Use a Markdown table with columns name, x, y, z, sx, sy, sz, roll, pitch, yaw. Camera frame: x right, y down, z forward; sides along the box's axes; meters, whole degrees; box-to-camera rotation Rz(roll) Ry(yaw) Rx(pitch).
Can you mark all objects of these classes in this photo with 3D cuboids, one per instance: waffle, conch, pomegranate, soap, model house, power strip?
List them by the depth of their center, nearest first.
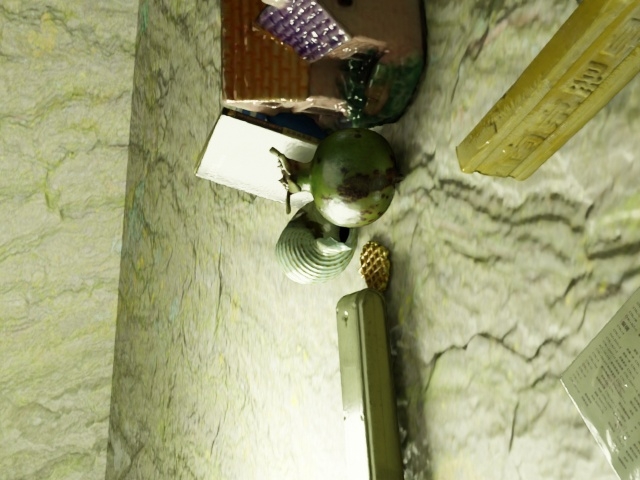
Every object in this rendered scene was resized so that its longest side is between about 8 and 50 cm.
| name | x | y | z | sx | sy | sz | roll | pitch | yaw |
| --- | --- | --- | --- | --- | --- | --- | --- | --- | --- |
| soap | 0.235 | -0.148 | 0.703 | 0.252 | 0.092 | 0.037 | -53 | 42 | 49 |
| pomegranate | 0.027 | -0.086 | 1.015 | 0.148 | 0.169 | 0.148 | 164 | 90 | -78 |
| power strip | 0.075 | 0.263 | 1.020 | 0.092 | 0.066 | 0.387 | 148 | 121 | -67 |
| model house | -0.012 | -0.271 | 1.022 | 0.237 | 0.238 | 0.202 | -1 | 86 | 62 |
| waffle | 0.079 | 0.040 | 1.073 | 0.085 | 0.016 | 0.078 | 46 | 128 | 53 |
| conch | 0.002 | 0.002 | 1.131 | 0.153 | 0.102 | 0.135 | -8 | 67 | 29 |

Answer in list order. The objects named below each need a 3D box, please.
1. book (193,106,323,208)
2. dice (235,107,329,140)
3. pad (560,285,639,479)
| name | x | y | z | sx | sy | sz | roll | pitch | yaw |
| --- | --- | --- | --- | --- | --- | --- | --- | --- | --- |
| book | -0.070 | -0.120 | 1.142 | 0.160 | 0.228 | 0.024 | 129 | 152 | -50 |
| dice | -0.058 | -0.188 | 1.211 | 0.146 | 0.146 | 0.143 | -43 | 49 | 49 |
| pad | 0.308 | 0.184 | 0.623 | 0.159 | 0.009 | 0.265 | 111 | 148 | -42 |
